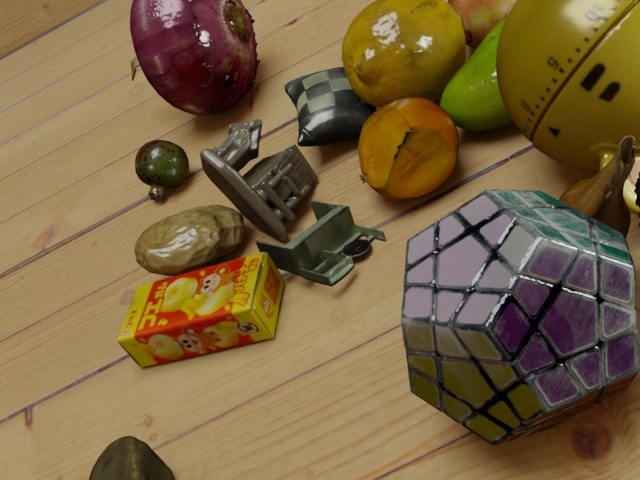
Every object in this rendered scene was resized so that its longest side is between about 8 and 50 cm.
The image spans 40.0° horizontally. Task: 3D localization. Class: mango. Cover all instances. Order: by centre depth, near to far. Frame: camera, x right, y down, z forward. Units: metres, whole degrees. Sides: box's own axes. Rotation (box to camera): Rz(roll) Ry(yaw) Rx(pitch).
[{"bbox_3d":[0.352,-0.302,1.593,0.273,0.149,0.185,-50,43,-8],"label":"mango"},{"bbox_3d":[0.153,-0.182,1.604,0.187,0.138,0.257,-52,24,20],"label":"mango"}]

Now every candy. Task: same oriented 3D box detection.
[{"bbox_3d":[-0.265,0.394,1.242,0.102,0.104,0.234,-32,35,6],"label":"candy"},{"bbox_3d":[-0.208,0.123,1.536,0.276,0.088,0.146,-15,39,20],"label":"candy"}]

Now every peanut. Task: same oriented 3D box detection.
[{"bbox_3d":[-0.252,-0.001,1.666,0.197,0.110,0.233,-9,7,20],"label":"peanut"}]

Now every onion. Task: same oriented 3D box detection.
[{"bbox_3d":[-0.318,-0.468,2.085,0.345,0.358,0.358,-20,36,0],"label":"onion"}]

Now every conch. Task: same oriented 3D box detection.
[{"bbox_3d":[0.360,-0.051,1.160,0.109,0.330,0.093,-21,59,-2],"label":"conch"}]

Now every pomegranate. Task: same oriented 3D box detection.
[{"bbox_3d":[-0.358,-0.164,1.961,0.130,0.130,0.130,-19,37,16],"label":"pomegranate"}]

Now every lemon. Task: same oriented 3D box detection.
[{"bbox_3d":[0.164,-0.371,1.728,0.234,0.233,0.288,6,30,40],"label":"lemon"}]

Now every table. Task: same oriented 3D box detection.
[{"bbox_3d":[0.000,0.000,1.535,0.175,0.062,0.146,13,42,46],"label":"table"}]

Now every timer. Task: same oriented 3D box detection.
[{"bbox_3d":[0.470,-0.249,1.321,0.376,0.376,0.387,-42,73,-15],"label":"timer"}]

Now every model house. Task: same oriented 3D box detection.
[{"bbox_3d":[-0.108,-0.127,1.690,0.188,0.229,0.122,-47,10,-29],"label":"model house"}]

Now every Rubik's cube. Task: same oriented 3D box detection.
[{"bbox_3d":[0.241,0.090,1.076,0.264,0.319,0.319,-2,43,13],"label":"Rubik's cube"}]

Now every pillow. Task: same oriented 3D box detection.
[{"bbox_3d":[0.027,-0.277,1.828,0.186,0.106,0.249,-12,39,0],"label":"pillow"}]

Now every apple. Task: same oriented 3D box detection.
[{"bbox_3d":[0.354,-0.489,1.797,0.209,0.164,0.209,-26,32,18],"label":"apple"}]

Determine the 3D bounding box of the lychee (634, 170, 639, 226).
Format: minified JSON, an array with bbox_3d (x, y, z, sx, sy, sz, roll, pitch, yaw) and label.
[{"bbox_3d":[0.504,-0.025,1.074,0.236,0.271,0.236,-48,20,23],"label":"lychee"}]
